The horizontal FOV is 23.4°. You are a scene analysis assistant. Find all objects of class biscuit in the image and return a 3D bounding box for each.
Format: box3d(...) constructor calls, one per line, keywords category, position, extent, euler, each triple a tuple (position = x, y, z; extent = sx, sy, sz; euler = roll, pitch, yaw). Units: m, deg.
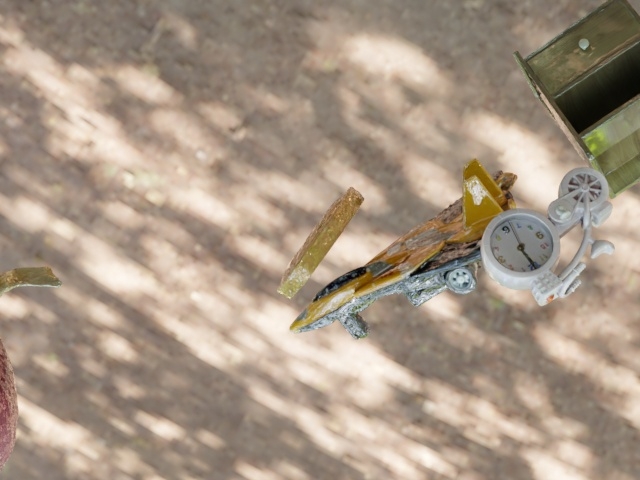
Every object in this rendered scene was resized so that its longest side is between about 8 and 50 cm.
box3d(category="biscuit", position=(0.000, 0.000, 1.764), extent=(0.029, 0.220, 0.142), euler=(37, 108, -1))

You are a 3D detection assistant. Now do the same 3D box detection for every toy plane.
box3d(category="toy plane", position=(0.100, 0.040, 1.810), extent=(0.316, 0.204, 0.103), euler=(-40, 106, 22))

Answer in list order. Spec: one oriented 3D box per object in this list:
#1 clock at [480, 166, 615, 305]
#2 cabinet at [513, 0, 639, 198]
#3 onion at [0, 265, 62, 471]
box3d(category="clock", position=(0.197, -0.004, 1.287), extent=(0.087, 0.129, 0.041), euler=(46, 164, 20))
box3d(category="cabinet", position=(0.407, -0.211, 2.164), extent=(0.215, 0.175, 0.148), euler=(60, -172, 31))
box3d(category="onion", position=(-0.522, 0.150, 1.852), extent=(0.358, 0.358, 0.345), euler=(24, 113, 8))
